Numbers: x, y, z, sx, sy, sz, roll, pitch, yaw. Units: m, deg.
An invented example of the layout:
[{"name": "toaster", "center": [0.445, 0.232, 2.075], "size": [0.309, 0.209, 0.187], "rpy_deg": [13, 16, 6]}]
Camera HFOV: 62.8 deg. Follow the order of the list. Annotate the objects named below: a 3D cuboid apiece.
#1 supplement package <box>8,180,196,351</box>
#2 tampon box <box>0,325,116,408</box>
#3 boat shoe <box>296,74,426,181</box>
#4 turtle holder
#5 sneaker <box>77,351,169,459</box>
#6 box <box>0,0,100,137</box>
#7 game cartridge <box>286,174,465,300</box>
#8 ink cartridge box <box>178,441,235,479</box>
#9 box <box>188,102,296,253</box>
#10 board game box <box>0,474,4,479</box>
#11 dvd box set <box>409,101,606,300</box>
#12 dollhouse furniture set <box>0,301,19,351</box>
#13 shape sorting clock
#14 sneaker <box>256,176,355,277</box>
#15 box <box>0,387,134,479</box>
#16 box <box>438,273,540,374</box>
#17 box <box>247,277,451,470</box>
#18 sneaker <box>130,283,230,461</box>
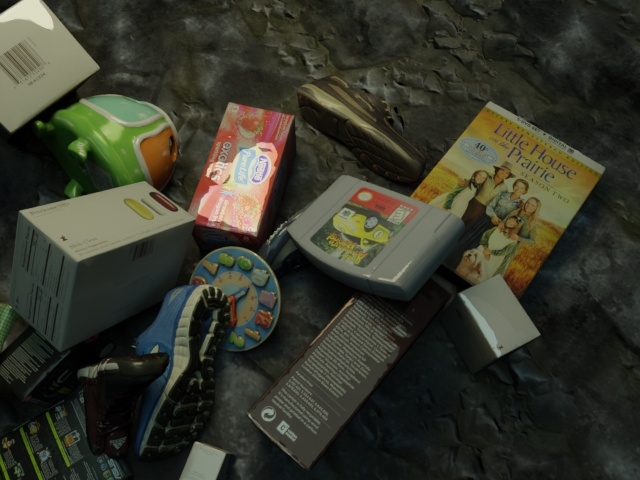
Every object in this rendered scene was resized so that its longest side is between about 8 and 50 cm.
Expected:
[{"name": "supplement package", "center": [-0.387, 0.034, 0.946], "size": [0.145, 0.204, 0.262], "rpy_deg": [34, 30, 16]}, {"name": "tampon box", "center": [-0.493, 0.213, 0.979], "size": [0.101, 0.120, 0.161], "rpy_deg": [36, 71, 16]}, {"name": "boat shoe", "center": [0.107, -0.274, 1.194], "size": [0.355, 0.132, 0.130], "rpy_deg": [40, 72, 15]}, {"name": "turtle holder", "center": [-0.452, -0.193, 1.126], "size": [0.320, 0.243, 0.227], "rpy_deg": [7, 40, 46]}, {"name": "sneaker", "center": [-0.318, 0.274, 0.858], "size": [0.107, 0.281, 0.162], "rpy_deg": [1, 74, -36]}, {"name": "box", "center": [-0.632, -0.342, 1.098], "size": [0.215, 0.345, 0.168], "rpy_deg": [-47, 118, -18]}, {"name": "game cartridge", "center": [0.081, -0.010, 0.940], "size": [0.294, 0.060, 0.196], "rpy_deg": [26, 66, 40]}, {"name": "ink cartridge box", "center": [-0.213, 0.443, 0.887], "size": [0.062, 0.104, 0.181], "rpy_deg": [18, 68, 8]}, {"name": "box", "center": [-0.158, -0.123, 1.119], "size": [0.154, 0.142, 0.299], "rpy_deg": [13, 67, 5]}, {"name": "board game box", "center": [-0.576, 0.483, 0.859], "size": [0.092, 0.043, 0.181], "rpy_deg": [-25, 40, -10]}, {"name": "dvd box set", "center": [0.384, -0.084, 1.147], "size": [0.308, 0.062, 0.420], "rpy_deg": [37, 71, 14]}, {"name": "dollhouse furniture set", "center": [-0.707, 0.184, 0.910], "size": [0.302, 0.151, 0.197], "rpy_deg": [-5, 64, 29]}, {"name": "shape sorting clock", "center": [-0.172, 0.115, 1.024], "size": [0.206, 0.040, 0.206], "rpy_deg": [1, 94, 17]}, {"name": "sneaker", "center": [0.000, 0.000, 1.082], "size": [0.319, 0.112, 0.131], "rpy_deg": [-41, 69, -15]}, {"name": "box", "center": [-0.463, 0.396, 0.941], "size": [0.184, 0.045, 0.190], "rpy_deg": [-32, 71, -11]}, {"name": "box", "center": [0.308, 0.160, 0.978], "size": [0.091, 0.170, 0.130], "rpy_deg": [-24, 69, -10]}, {"name": "box", "center": [0.054, 0.218, 0.944], "size": [0.143, 0.191, 0.381], "rpy_deg": [38, 72, 14]}, {"name": "sneaker", "center": [-0.278, 0.240, 0.981], "size": [0.147, 0.130, 0.329], "rpy_deg": [5, 74, 36]}]
